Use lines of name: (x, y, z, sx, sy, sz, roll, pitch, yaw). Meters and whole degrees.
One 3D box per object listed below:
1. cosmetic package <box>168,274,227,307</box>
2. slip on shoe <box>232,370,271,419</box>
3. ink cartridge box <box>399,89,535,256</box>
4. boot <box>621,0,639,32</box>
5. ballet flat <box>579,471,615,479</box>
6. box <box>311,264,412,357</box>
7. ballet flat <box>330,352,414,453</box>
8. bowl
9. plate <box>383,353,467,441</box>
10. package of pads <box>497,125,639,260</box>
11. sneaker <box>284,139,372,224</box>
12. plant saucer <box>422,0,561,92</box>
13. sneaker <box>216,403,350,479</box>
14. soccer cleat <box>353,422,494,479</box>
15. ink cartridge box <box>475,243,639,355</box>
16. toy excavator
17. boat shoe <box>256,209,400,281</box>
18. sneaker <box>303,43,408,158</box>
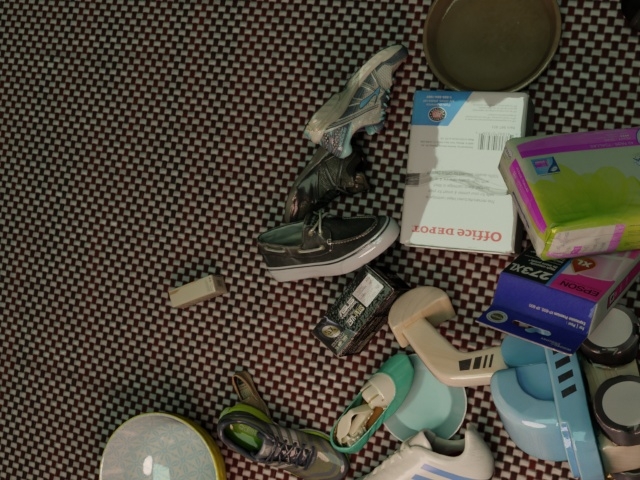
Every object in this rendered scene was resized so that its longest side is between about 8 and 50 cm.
cosmetic package: (-0.274, 0.114, 1.987, 0.115, 0.060, 0.041, -20, 78, 17)
slip on shoe: (-0.152, 0.347, 1.931, 0.051, 0.041, 0.135, -27, 77, 17)
ink cartridge box: (0.290, -0.129, 1.746, 0.223, 0.129, 0.307, 5, 88, 20)
boot: (0.579, -0.583, 1.662, 0.260, 0.131, 0.348, 28, 86, 14)
ballet flat: (0.514, 0.439, 1.643, 0.077, 0.079, 0.221, -4, 85, 21)
box: (0.086, 0.141, 1.797, 0.077, 0.147, 0.180, 42, 102, 19)
ballet flat: (0.100, 0.333, 1.783, 0.083, 0.087, 0.247, 42, 108, 29)
bowl: (-0.313, 0.506, 1.921, 0.289, 0.156, 0.289, -1, 86, 21)
plate: (0.206, 0.323, 1.803, 0.188, 0.024, 0.188, -1, 86, 21)
package of pads: (0.492, -0.086, 1.569, 0.297, 0.101, 0.229, -7, 52, -10)
sneaker: (0.019, -0.107, 1.873, 0.130, 0.087, 0.227, 37, 94, 26)
plant saucer: (0.344, -0.416, 1.790, 0.278, 0.041, 0.278, -3, 82, 21)
sneaker: (-0.086, 0.434, 1.843, 0.300, 0.121, 0.111, 17, 94, 8)
soccer cleat: (0.173, 0.444, 1.750, 0.331, 0.116, 0.143, -18, 102, 12)
ink cartridge box: (0.437, 0.060, 1.551, 0.176, 0.371, 0.069, 19, 128, 33)
toy excavator: (0.355, 0.242, 1.617, 0.445, 0.222, 0.433, -12, 50, 13)
boat shoe: (0.000, 0.000, 1.804, 0.335, 0.121, 0.119, -18, 119, 35)
sneaker: (0.095, -0.285, 1.842, 0.122, 0.110, 0.283, 43, 81, -3)
